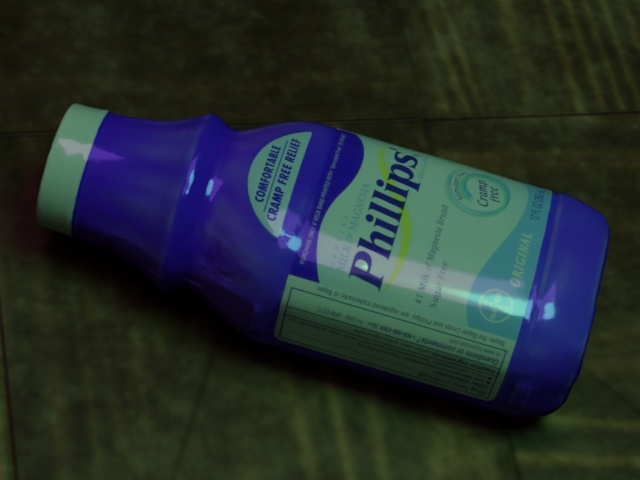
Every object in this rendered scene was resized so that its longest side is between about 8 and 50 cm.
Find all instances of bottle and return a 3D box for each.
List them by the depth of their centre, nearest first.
[{"bbox_3d":[0.000,0.000,1.008,0.282,0.092,0.118,17,53,2],"label":"bottle"}]
